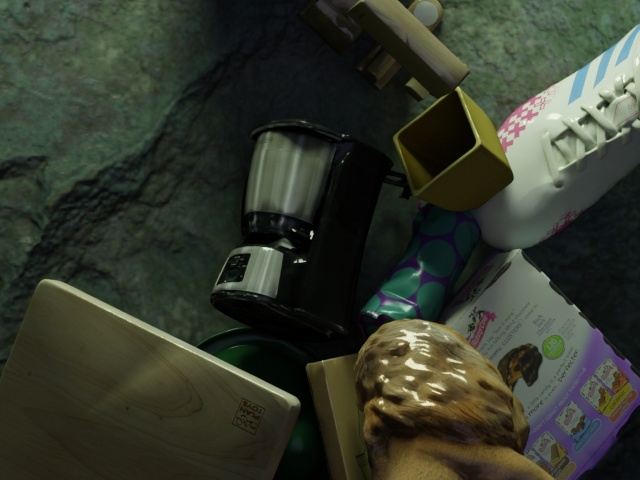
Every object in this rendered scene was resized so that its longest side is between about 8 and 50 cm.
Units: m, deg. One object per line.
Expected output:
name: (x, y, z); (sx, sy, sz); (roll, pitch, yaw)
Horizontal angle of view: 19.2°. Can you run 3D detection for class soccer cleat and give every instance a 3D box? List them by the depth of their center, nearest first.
soccer cleat: (0.273, -0.121, 1.782); (0.331, 0.143, 0.116); (-42, 94, -13)

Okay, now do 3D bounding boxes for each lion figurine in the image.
lion figurine: (0.076, 0.250, 1.540); (0.240, 0.142, 0.392); (30, 56, 4)

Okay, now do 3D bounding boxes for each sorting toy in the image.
sorting toy: (-0.163, 0.200, 1.628); (0.257, 0.089, 0.255); (24, 96, 20)

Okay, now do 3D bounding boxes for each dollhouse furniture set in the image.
dollhouse furniture set: (0.087, -0.217, 1.747); (0.144, 0.151, 0.123); (43, 76, -7)

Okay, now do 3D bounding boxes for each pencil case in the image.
pencil case: (0.089, 0.035, 1.745); (0.070, 0.064, 0.152); (19, 57, 22)

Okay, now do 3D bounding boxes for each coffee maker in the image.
coffee maker: (0.000, 0.000, 1.710); (0.171, 0.120, 0.178); (16, 75, -9)

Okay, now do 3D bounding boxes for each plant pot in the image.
plant pot: (0.130, -0.074, 1.737); (0.081, 0.081, 0.083); (-38, 134, 22)

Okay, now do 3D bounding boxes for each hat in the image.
hat: (-0.032, 0.171, 1.659); (0.208, 0.183, 0.173); (43, 78, -6)

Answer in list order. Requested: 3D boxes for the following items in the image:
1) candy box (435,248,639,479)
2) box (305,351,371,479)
candy box: (0.186, 0.133, 1.763); (0.196, 0.070, 0.165); (46, 77, -11)
box: (0.042, 0.200, 1.693); (0.021, 0.164, 0.201); (-14, 87, 19)
